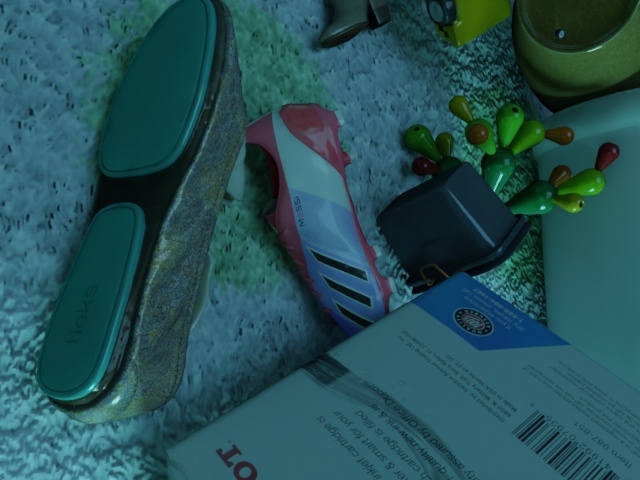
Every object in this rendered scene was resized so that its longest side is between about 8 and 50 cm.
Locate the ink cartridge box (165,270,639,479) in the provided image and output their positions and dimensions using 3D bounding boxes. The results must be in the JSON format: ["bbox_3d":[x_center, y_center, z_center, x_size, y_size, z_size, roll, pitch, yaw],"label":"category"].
[{"bbox_3d":[0.078,0.182,0.469,0.308,0.223,0.129,-25,138,-33],"label":"ink cartridge box"}]

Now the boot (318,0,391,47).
[{"bbox_3d":[0.023,-0.252,0.655,0.118,0.042,0.086,-34,99,-40],"label":"boot"}]

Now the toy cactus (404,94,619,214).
[{"bbox_3d":[0.194,-0.057,0.699,0.219,0.112,0.180,10,113,-3],"label":"toy cactus"}]

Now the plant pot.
[{"bbox_3d":[0.315,-0.252,0.732,0.254,0.237,0.237,-10,90,-57],"label":"plant pot"}]

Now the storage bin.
[{"bbox_3d":[0.121,-0.011,0.643,0.091,0.135,0.098,52,53,-8],"label":"storage bin"}]

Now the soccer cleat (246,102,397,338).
[{"bbox_3d":[0.000,0.000,0.578,0.095,0.083,0.247,-18,102,-10],"label":"soccer cleat"}]

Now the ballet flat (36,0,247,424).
[{"bbox_3d":[-0.112,-0.024,0.474,0.106,0.108,0.315,37,64,-54],"label":"ballet flat"}]

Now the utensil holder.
[{"bbox_3d":[0.434,0.041,0.777,0.328,0.328,0.385,4,83,-40],"label":"utensil holder"}]

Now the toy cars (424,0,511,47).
[{"bbox_3d":[0.047,-0.329,0.611,0.394,0.087,0.176,15,102,-35],"label":"toy cars"}]
